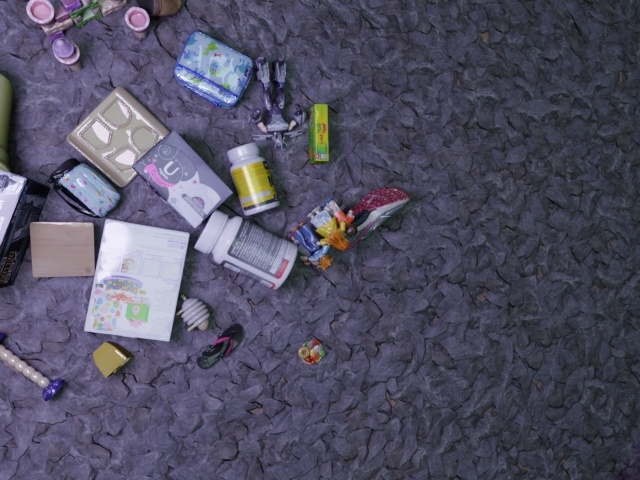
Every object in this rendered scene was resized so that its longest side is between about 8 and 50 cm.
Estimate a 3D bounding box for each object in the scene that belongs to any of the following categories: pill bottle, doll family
[{"bbox_3d":[-0.213,-0.191,1.574,0.119,0.119,0.208,-19,96,-14],"label":"pill bottle"},{"bbox_3d":[0.000,0.000,1.571,0.263,0.118,0.163,-42,86,30],"label":"doll family"},{"bbox_3d":[-0.228,0.024,1.550,0.283,0.161,0.161,28,83,-14],"label":"pill bottle"}]

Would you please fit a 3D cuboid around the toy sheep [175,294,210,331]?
[{"bbox_3d":[-0.390,0.222,1.547,0.091,0.091,0.132,-37,93,-12],"label":"toy sheep"}]

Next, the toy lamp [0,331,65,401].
[{"bbox_3d":[-0.861,0.344,1.424,0.275,0.080,0.080,45,79,-14],"label":"toy lamp"}]

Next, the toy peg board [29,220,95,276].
[{"bbox_3d":[-0.741,0.016,1.460,0.161,0.079,0.160,0,106,-19],"label":"toy peg board"}]

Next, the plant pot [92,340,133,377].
[{"bbox_3d":[-0.622,0.344,1.488,0.081,0.081,0.083,-44,90,-11],"label":"plant pot"}]

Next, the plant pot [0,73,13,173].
[{"bbox_3d":[-0.936,-0.323,1.321,0.276,0.276,0.253,10,75,-15],"label":"plant pot"}]

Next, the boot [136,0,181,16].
[{"bbox_3d":[-0.522,-0.816,1.513,0.115,0.112,0.305,-25,93,-44],"label":"boot"}]

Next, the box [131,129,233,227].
[{"bbox_3d":[-0.410,-0.179,1.489,0.163,0.142,0.247,-46,109,-10],"label":"box"}]

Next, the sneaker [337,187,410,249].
[{"bbox_3d":[0.172,-0.083,1.695,0.299,0.121,0.112,-29,127,-14],"label":"sneaker"}]

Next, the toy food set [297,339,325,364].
[{"bbox_3d":[-0.029,0.373,1.679,0.082,0.020,0.083,-43,100,-11],"label":"toy food set"}]

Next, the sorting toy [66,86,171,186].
[{"bbox_3d":[-0.564,-0.277,1.522,0.307,0.041,0.229,44,80,-18],"label":"sorting toy"}]

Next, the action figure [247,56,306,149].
[{"bbox_3d":[-0.147,-0.431,1.604,0.185,0.099,0.284,-10,97,-24],"label":"action figure"}]

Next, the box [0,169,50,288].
[{"bbox_3d":[-0.841,-0.023,1.340,0.077,0.242,0.307,20,84,-15],"label":"box"}]

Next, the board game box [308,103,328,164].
[{"bbox_3d":[-0.008,-0.344,1.643,0.043,0.092,0.181,-1,91,-15],"label":"board game box"}]

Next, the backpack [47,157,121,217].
[{"bbox_3d":[-0.669,-0.148,1.439,0.115,0.152,0.182,-44,113,-2],"label":"backpack"}]

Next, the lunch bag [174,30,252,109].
[{"bbox_3d":[-0.330,-0.520,1.557,0.219,0.090,0.176,28,86,-13],"label":"lunch bag"}]

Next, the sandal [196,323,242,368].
[{"bbox_3d":[-0.314,0.339,1.590,0.179,0.040,0.067,-44,101,-11],"label":"sandal"}]

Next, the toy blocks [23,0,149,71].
[{"bbox_3d":[-0.670,-0.675,1.372,0.289,0.260,0.308,-33,99,-12],"label":"toy blocks"}]

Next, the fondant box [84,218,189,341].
[{"bbox_3d":[-0.539,0.118,1.499,0.239,0.096,0.330,11,87,-15],"label":"fondant box"}]
